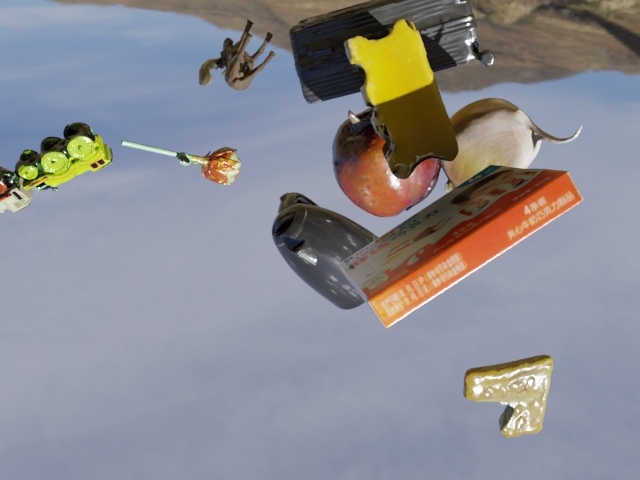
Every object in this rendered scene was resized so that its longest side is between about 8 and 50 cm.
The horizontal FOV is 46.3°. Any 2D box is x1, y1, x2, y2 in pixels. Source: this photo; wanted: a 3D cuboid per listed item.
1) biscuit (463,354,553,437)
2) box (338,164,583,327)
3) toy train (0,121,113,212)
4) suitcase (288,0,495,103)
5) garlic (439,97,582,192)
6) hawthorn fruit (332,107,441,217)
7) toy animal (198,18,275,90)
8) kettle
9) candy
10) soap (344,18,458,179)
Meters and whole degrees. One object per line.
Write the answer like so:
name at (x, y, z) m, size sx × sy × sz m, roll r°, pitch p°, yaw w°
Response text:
biscuit at (0.340, 0.294, 1.368) m, size 0.174 × 0.183 × 0.039 m, roll -12°, pitch -150°, yaw -13°
box at (0.161, -0.006, 0.966) m, size 0.273 × 0.048 × 0.265 m, roll -34°, pitch -171°, yaw -2°
toy train at (-0.436, -0.094, 1.114) m, size 0.249 × 0.085 × 0.053 m, roll -25°, pitch -132°, yaw 6°
suitcase at (0.122, -0.359, 1.351) m, size 0.334 × 0.152 × 0.230 m, roll -13°, pitch -162°, yaw 9°
garlic at (0.280, -0.166, 1.194) m, size 0.148 × 0.129 × 0.266 m, roll 26°, pitch 155°, yaw -10°
hawthorn fruit at (0.121, -0.167, 1.481) m, size 0.215 × 0.215 × 0.250 m, roll 28°, pitch 165°, yaw 44°
toy animal at (-0.183, -0.375, 1.581) m, size 0.093 × 0.186 × 0.214 m, roll 27°, pitch -150°, yaw -23°
kettle at (0.000, 0.000, 1.889) m, size 0.290 × 0.207 × 0.268 m, roll 34°, pitch -155°, yaw -26°
candy at (-0.288, -0.180, 1.581) m, size 0.287 × 0.084 × 0.078 m, roll 11°, pitch -173°, yaw -42°
soap at (0.112, -0.206, 1.091) m, size 0.096 × 0.204 × 0.324 m, roll -20°, pitch -171°, yaw 7°
